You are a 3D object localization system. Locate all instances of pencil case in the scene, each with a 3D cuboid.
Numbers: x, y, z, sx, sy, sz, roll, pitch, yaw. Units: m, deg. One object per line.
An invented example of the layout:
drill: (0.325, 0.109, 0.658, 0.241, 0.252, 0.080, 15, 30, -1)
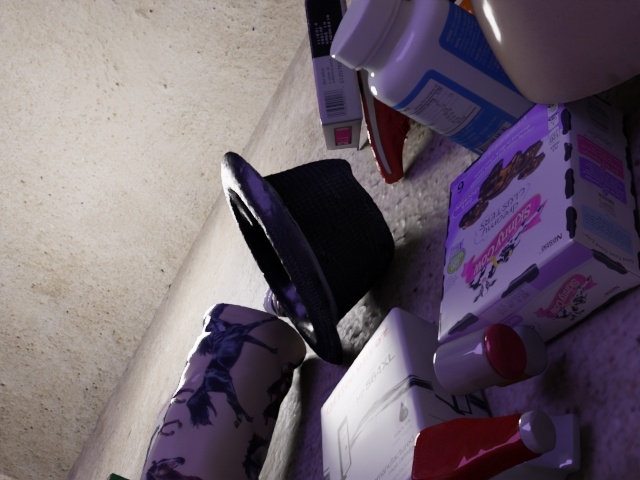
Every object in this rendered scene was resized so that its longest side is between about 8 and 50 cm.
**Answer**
pencil case: (-0.134, 0.274, 1.041, 0.183, 0.160, 0.410, 71, -154, -44)

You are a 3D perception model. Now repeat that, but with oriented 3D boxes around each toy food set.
toy food set: (0.135, 0.137, 0.499, 0.104, 0.111, 0.232, -32, 32, 42)

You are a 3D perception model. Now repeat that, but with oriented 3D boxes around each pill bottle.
pill bottle: (0.128, -0.182, 0.817, 0.124, 0.221, 0.124, -55, 17, 27)

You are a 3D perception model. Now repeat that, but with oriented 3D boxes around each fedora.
fedora: (0.000, 0.000, 1.009, 0.152, 0.334, 0.334, -29, 12, -10)

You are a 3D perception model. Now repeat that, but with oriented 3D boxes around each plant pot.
plant pot: (0.215, -0.278, 0.616, 0.284, 0.191, 0.284, -41, 18, 17)

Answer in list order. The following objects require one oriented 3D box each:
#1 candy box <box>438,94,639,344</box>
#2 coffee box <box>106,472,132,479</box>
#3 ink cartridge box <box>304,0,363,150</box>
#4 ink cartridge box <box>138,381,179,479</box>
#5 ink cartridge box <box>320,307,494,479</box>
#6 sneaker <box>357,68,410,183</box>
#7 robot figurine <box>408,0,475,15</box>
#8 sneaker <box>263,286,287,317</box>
candy box: (0.179, -0.014, 0.659, 0.165, 0.070, 0.196, -47, 22, 44)
coffee box: (-0.239, 0.420, 1.123, 0.040, 0.184, 0.113, -55, 18, 27)
ink cartridge box: (0.025, -0.243, 1.223, 0.371, 0.069, 0.176, -1, -98, -86)
ink cartridge box: (-0.239, 0.366, 1.368, 0.172, 0.100, 0.237, -53, 19, 33)
ink cartridge box: (0.071, 0.179, 0.676, 0.148, 0.086, 0.203, -57, 17, 23)
sneaker: (0.125, -0.198, 1.124, 0.087, 0.128, 0.221, 39, -140, -81)
robot figurine: (0.191, -0.307, 1.003, 0.291, 0.085, 0.211, -48, 52, 46)
sneaker: (-0.029, 0.050, 1.286, 0.077, 0.072, 0.178, 17, 89, 63)
